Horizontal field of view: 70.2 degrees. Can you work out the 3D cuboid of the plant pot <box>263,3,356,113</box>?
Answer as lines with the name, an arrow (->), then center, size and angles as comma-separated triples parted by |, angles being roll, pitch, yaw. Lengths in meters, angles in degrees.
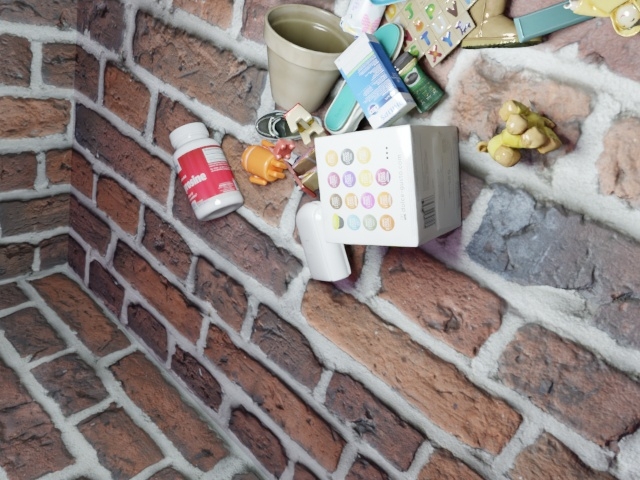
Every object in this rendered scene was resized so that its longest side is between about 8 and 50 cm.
plant pot -> -0.058, -0.615, 1.600 | 0.323, 0.323, 0.280 | 44, 141, 20

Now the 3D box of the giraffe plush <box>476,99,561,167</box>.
giraffe plush -> 0.542, -0.284, 1.287 | 0.181, 0.210, 0.170 | 36, 131, -4

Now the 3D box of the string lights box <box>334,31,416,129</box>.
string lights box -> 0.167, -0.485, 1.403 | 0.133, 0.077, 0.260 | -33, 81, 37

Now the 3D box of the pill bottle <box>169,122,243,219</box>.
pill bottle -> -0.528, -0.313, 2.073 | 0.229, 0.229, 0.408 | -27, 85, 39

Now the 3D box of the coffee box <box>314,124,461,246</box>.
coffee box -> 0.223, -0.181, 1.456 | 0.334, 0.338, 0.338 | 3, 104, 38

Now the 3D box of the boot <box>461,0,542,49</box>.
boot -> 0.507, -0.679, 1.259 | 0.236, 0.089, 0.269 | 14, 110, 34

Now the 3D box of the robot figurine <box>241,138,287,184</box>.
robot figurine -> -0.243, -0.324, 1.913 | 0.219, 0.128, 0.158 | 27, 142, 29

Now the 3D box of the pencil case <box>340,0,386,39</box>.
pencil case -> 0.160, -0.793, 1.458 | 0.124, 0.113, 0.273 | 17, 127, -10

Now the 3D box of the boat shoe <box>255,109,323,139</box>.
boat shoe -> -0.150, -0.459, 1.808 | 0.335, 0.119, 0.121 | 7, 107, 36

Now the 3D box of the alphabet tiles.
alphabet tiles -> 0.326, -0.723, 1.387 | 0.285, 0.011, 0.342 | -38, 72, 48

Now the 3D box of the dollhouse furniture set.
dollhouse furniture set -> -0.059, -0.316, 1.555 | 0.201, 0.374, 0.152 | -38, 61, 12

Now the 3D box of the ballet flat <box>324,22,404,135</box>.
ballet flat -> 0.154, -0.529, 1.538 | 0.139, 0.139, 0.400 | 39, 106, 23

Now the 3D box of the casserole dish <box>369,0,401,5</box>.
casserole dish -> 0.220, -0.782, 1.374 | 0.188, 0.037, 0.114 | -11, 129, 5

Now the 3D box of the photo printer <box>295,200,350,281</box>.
photo printer -> 0.000, 0.000, 1.770 | 0.256, 0.107, 0.307 | 176, 78, -71

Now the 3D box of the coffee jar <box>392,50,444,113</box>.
coffee jar -> 0.298, -0.499, 1.436 | 0.096, 0.079, 0.184 | -39, 99, 21

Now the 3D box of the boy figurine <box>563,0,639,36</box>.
boy figurine -> 0.677, -0.604, 1.095 | 0.285, 0.092, 0.177 | 41, 156, -11

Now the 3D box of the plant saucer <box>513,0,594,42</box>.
plant saucer -> 0.612, -0.583, 1.189 | 0.192, 0.018, 0.067 | -16, 93, 9

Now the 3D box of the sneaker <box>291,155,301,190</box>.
sneaker -> -0.043, -0.292, 1.797 | 0.217, 0.079, 0.121 | -29, 85, 41
